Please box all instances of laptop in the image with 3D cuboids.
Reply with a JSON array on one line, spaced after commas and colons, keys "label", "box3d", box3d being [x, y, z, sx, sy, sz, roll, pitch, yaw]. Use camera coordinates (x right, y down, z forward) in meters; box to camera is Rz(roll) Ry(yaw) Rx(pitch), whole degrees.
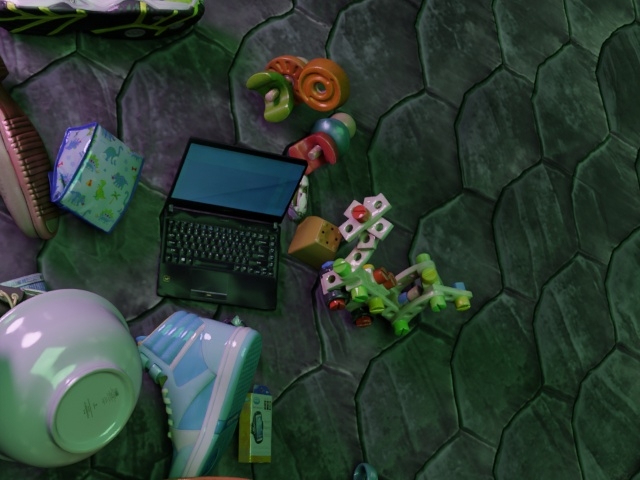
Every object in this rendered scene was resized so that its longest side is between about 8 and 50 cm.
[{"label": "laptop", "box3d": [-0.157, -0.023, 1.651, 0.234, 0.136, 0.264, 10, 74, -23]}]

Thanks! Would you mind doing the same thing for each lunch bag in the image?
[{"label": "lunch bag", "box3d": [-0.387, -0.103, 1.560, 0.129, 0.096, 0.151, 37, 55, -45]}]

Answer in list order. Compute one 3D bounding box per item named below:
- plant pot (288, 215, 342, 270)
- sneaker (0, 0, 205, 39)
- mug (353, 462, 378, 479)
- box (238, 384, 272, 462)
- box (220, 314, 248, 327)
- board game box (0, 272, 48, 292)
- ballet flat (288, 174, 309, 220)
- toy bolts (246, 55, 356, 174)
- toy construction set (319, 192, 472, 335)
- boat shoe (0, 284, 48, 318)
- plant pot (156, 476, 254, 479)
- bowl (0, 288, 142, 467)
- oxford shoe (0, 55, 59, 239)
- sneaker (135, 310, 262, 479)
[{"label": "plant pot", "box3d": [0.000, 0.000, 1.753, 0.081, 0.083, 0.081, 28, 68, -18]}, {"label": "sneaker", "box3d": [-0.391, -0.452, 1.635, 0.385, 0.145, 0.147, -1, 79, -28]}, {"label": "mug", "box3d": [0.061, 0.494, 1.658, 0.129, 0.097, 0.157, -7, 82, -27]}, {"label": "box", "box3d": [-0.116, 0.327, 1.627, 0.081, 0.028, 0.136, 29, 57, -63]}, {"label": "box", "box3d": [-0.148, 0.169, 1.640, 0.067, 0.083, 0.018, 49, 63, -7]}, {"label": "board game box", "box3d": [-0.528, 0.123, 1.478, 0.194, 0.060, 0.194, -18, 87, -28]}, {"label": "ballet flat", "box3d": [-0.038, -0.095, 1.782, 0.041, 0.041, 0.114, 12, 73, -24]}, {"label": "toy bolts", "box3d": [0.008, -0.266, 1.769, 0.158, 0.218, 0.228, -49, 119, -47]}, {"label": "toy construction set", "box3d": [0.124, 0.065, 1.712, 0.327, 0.215, 0.151, 48, 27, -38]}, {"label": "boat shoe", "box3d": [-0.515, 0.117, 1.399, 0.305, 0.091, 0.109, 5, 75, -25]}, {"label": "plant pot", "box3d": [-0.223, 0.476, 1.344, 0.291, 0.291, 0.203, -3, 84, -27]}, {"label": "bowl", "box3d": [-0.382, 0.234, 1.400, 0.298, 0.134, 0.297, -23, 125, -38]}, {"label": "oxford shoe", "box3d": [-0.560, -0.172, 1.517, 0.147, 0.140, 0.397, -23, 94, 2]}, {"label": "sneaker", "box3d": [-0.244, 0.268, 1.564, 0.208, 0.127, 0.319, 22, 92, 12]}]
